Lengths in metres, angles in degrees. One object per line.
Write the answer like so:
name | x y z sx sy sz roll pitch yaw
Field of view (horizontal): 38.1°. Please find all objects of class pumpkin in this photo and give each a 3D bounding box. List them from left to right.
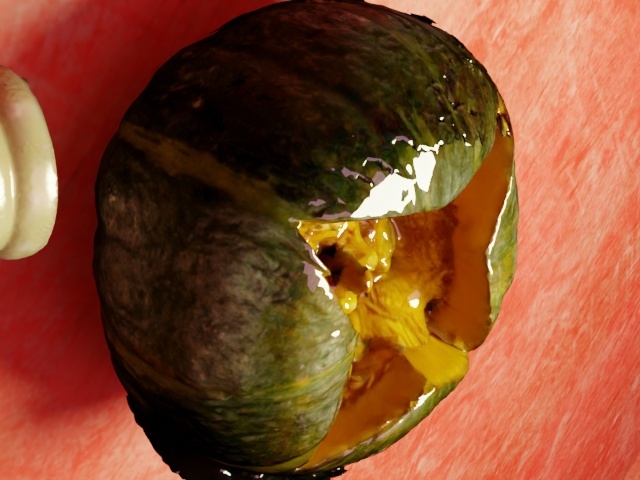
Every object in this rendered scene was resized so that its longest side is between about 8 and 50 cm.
pumpkin | 0.000 0.000 0.591 0.320 0.192 0.320 -30 135 -36

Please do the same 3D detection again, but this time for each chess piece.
chess piece | -0.210 -0.024 0.393 0.171 0.094 0.094 -13 124 -40
